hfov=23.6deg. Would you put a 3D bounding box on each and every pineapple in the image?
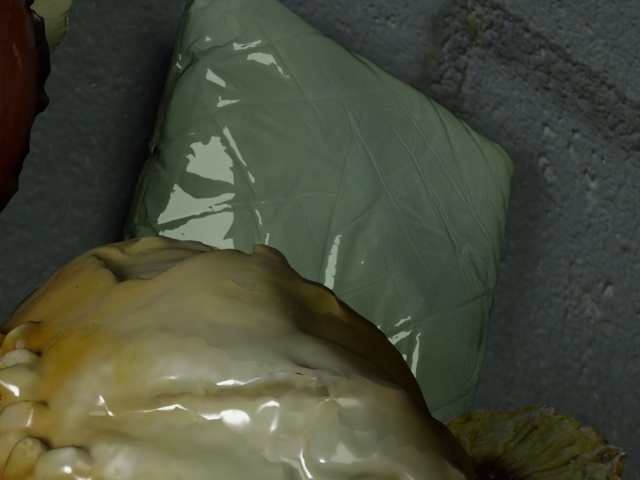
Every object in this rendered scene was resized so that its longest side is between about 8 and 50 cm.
[{"bbox_3d":[0.085,0.153,0.871,0.221,0.221,0.047,-37,122,-43],"label":"pineapple"}]

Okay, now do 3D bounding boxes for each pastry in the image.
[{"bbox_3d":[-0.057,0.199,0.656,0.245,0.409,0.410,-11,71,-18],"label":"pastry"}]

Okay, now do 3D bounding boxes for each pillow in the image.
[{"bbox_3d":[-0.001,-0.002,1.009,0.280,0.076,0.274,27,61,-25],"label":"pillow"}]

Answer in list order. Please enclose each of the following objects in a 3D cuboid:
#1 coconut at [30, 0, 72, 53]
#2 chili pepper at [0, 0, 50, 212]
[{"bbox_3d":[-0.232,-0.145,0.876,0.152,0.147,0.147,-32,86,-41],"label":"coconut"},{"bbox_3d":[-0.233,-0.056,0.680,0.229,0.251,0.305,23,12,-16],"label":"chili pepper"}]
